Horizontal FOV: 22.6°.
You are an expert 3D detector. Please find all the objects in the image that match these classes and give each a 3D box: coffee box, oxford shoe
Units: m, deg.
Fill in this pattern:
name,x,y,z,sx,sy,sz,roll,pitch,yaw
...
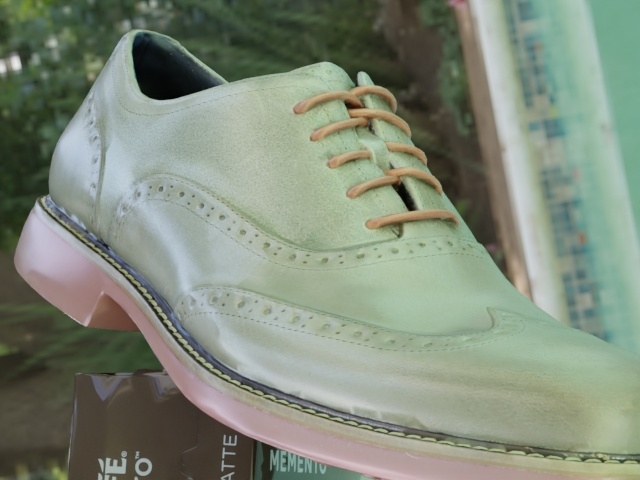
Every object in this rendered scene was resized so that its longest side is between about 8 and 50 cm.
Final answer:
name,x,y,z,sx,sy,sz,roll,pitch,yaw
coffee box,-0.030,0.144,0.832,0.246,0.098,0.141,25,-114,-66
oxford shoe,0.000,0.000,0.689,0.140,0.397,0.146,7,-79,-46
